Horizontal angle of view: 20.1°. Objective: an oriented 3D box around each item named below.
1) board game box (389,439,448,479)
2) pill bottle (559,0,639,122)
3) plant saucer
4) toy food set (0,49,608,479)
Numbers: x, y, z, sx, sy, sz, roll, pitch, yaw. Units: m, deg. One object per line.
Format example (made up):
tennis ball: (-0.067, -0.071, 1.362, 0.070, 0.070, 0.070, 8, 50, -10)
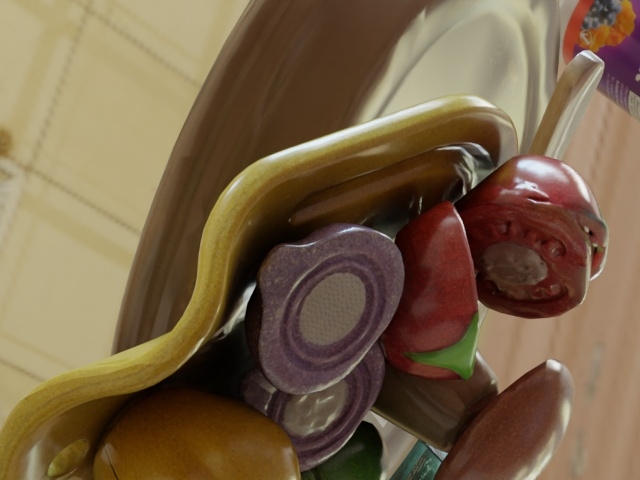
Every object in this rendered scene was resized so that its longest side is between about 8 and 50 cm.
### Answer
board game box: (0.063, 0.235, 1.205, 0.026, 0.126, 0.186, 4, -58, -43)
pill bottle: (0.253, -0.110, 1.171, 0.108, 0.193, 0.108, -34, -33, -25)
plant saucer: (0.018, -0.001, 0.644, 0.278, 0.041, 0.278, -51, -26, -36)
toy food set: (0.021, 0.033, 0.458, 0.218, 0.071, 0.128, -23, -32, -45)
